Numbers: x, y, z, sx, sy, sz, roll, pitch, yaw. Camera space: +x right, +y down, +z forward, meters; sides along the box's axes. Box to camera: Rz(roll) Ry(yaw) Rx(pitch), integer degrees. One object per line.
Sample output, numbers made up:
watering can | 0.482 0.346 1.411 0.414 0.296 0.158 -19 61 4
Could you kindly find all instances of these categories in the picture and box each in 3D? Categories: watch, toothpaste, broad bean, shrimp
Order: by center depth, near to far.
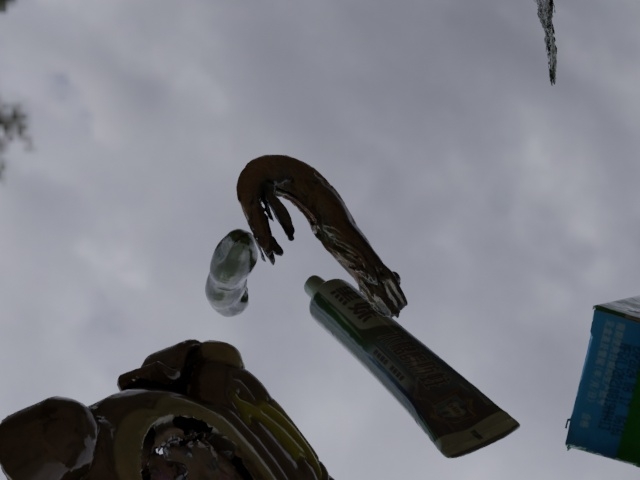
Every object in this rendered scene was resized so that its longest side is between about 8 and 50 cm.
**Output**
toothpaste | 0.181 0.061 0.864 0.050 0.065 0.267 17 -172 22
watch | -0.182 0.281 1.430 0.314 0.327 0.335 52 -153 -3
shrimp | 0.000 0.000 1.806 0.219 0.046 0.152 50 -149 5
broad bean | -0.098 0.042 1.944 0.065 0.254 0.046 -43 -100 -15
toothpaste | 0.083 0.135 2.083 0.099 0.061 0.392 -21 -145 -22

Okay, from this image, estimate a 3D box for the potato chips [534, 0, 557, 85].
potato chips | 0.211 -0.256 1.746 0.026 0.209 0.142 -13 -153 4
